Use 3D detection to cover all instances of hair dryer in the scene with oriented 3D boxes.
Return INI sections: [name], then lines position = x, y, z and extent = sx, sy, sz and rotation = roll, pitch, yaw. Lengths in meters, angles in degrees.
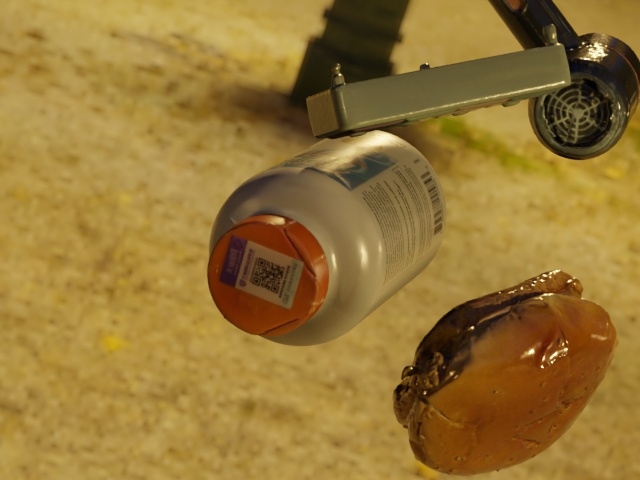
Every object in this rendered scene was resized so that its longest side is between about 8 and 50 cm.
[hair dryer]
position = 0.193, -0.243, 1.913
extent = 0.352, 0.107, 0.189
rotation = 52, 20, -4

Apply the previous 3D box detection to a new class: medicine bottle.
[medicine bottle]
position = 0.000, 0.000, 1.656
extent = 0.157, 0.157, 0.289
rotation = 23, 19, 14

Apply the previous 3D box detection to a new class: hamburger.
[hamburger]
position = 0.234, 0.175, 2.449
extent = 0.314, 0.289, 0.170
rotation = -18, 53, -28

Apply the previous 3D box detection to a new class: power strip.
[power strip]
position = 0.090, -0.131, 1.632
extent = 0.216, 0.061, 0.145
rotation = -11, 0, -19
